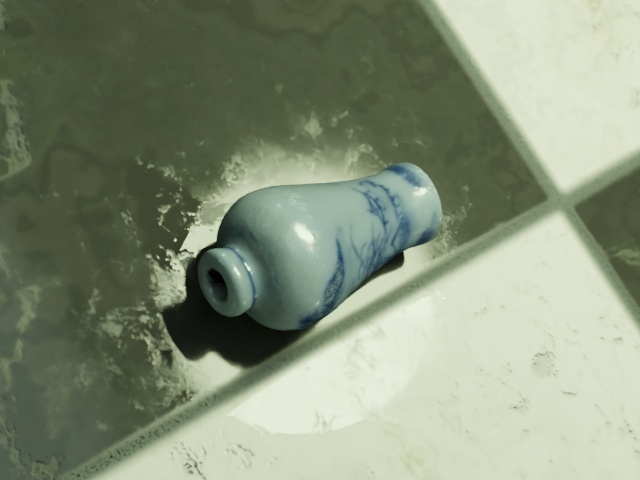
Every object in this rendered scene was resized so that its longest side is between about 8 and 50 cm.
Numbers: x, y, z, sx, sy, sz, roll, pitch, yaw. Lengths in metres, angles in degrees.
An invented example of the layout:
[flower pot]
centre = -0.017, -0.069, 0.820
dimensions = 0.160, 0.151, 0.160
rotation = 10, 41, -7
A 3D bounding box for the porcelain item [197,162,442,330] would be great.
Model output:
[porcelain item]
centre = 0.000, 0.000, 1.384
dimensions = 0.259, 0.141, 0.141
rotation = -25, 79, -34
